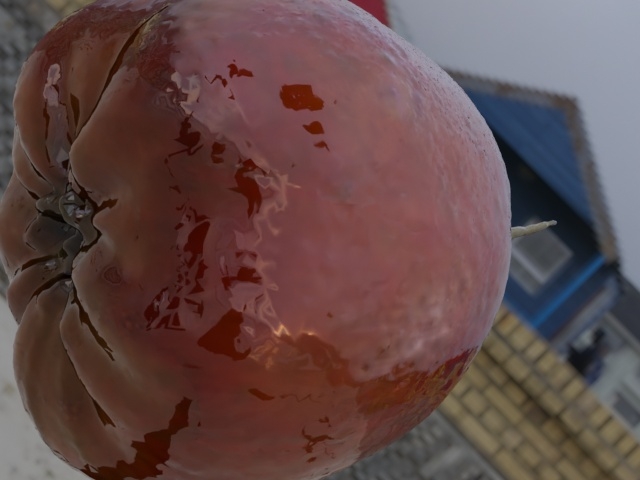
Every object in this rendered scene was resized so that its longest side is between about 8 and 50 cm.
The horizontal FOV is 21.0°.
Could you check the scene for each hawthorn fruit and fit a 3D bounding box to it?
[{"bbox_3d":[-0.011,0.004,0.398,0.140,0.125,0.125,33,5,-17],"label":"hawthorn fruit"}]
